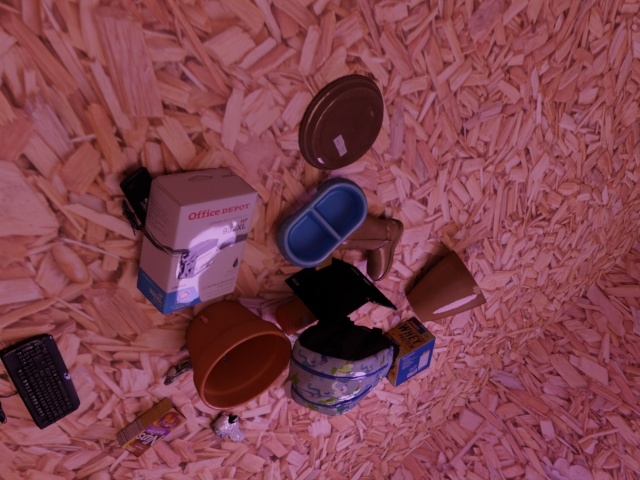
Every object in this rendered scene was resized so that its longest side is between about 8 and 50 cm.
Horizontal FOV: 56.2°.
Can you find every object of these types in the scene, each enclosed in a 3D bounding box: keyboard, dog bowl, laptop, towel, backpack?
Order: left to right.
[{"bbox_3d":[-0.727,0.373,1.487,0.201,0.033,0.317,-24,137,-26],"label":"keyboard"},{"bbox_3d":[-0.413,-0.084,1.364,0.100,0.038,0.192,-44,150,-22],"label":"keyboard"},{"bbox_3d":[-0.114,0.360,2.048,0.110,0.027,0.148,-49,142,6],"label":"towel"},{"bbox_3d":[0.010,-0.048,1.674,0.297,0.074,0.166,-44,98,-1],"label":"dog bowl"},{"bbox_3d":[0.049,0.358,1.755,0.355,0.290,0.274,35,76,-74],"label":"backpack"},{"bbox_3d":[0.068,0.170,1.873,0.137,0.234,0.264,-53,142,11],"label":"laptop"}]

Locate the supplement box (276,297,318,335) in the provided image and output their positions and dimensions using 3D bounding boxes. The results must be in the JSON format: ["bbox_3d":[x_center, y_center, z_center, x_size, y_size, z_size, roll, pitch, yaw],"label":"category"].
[{"bbox_3d":[-0.028,0.218,1.957,0.233,0.078,0.080,-25,138,-23],"label":"supplement box"}]

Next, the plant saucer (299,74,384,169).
[{"bbox_3d":[0.067,-0.304,1.600,0.277,0.041,0.278,-26,139,-24],"label":"plant saucer"}]

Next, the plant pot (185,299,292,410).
[{"bbox_3d":[-0.258,0.312,1.725,0.290,0.203,0.291,-25,138,-25],"label":"plant pot"}]

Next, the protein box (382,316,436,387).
[{"bbox_3d":[0.350,0.463,2.485,0.199,0.136,0.201,-24,138,-25],"label":"protein box"}]

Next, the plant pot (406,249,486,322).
[{"bbox_3d":[0.469,0.204,2.311,0.254,0.237,0.237,-33,143,6],"label":"plant pot"}]

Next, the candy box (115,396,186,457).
[{"bbox_3d":[-0.520,0.579,1.850,0.186,0.053,0.109,-36,142,-11],"label":"candy box"}]

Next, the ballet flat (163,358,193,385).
[{"bbox_3d":[-0.422,0.384,1.781,0.114,0.041,0.041,-31,140,-18],"label":"ballet flat"}]

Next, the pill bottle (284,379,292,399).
[{"bbox_3d":[-0.055,0.556,2.228,0.169,0.094,0.094,20,109,-50],"label":"pill bottle"}]

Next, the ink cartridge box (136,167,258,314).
[{"bbox_3d":[-0.299,-0.002,1.442,0.223,0.129,0.308,-16,134,-44],"label":"ink cartridge box"}]

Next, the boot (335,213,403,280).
[{"bbox_3d":[0.131,0.019,1.919,0.269,0.089,0.236,4,107,-46],"label":"boot"}]

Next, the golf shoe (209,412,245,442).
[{"bbox_3d":[-0.306,0.659,2.114,0.086,0.069,0.176,-51,144,-2],"label":"golf shoe"}]

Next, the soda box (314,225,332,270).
[{"bbox_3d":[0.000,0.000,1.799,0.061,0.058,0.181,-22,137,-27],"label":"soda box"}]

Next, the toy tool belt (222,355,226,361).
[{"bbox_3d":[-0.298,0.393,1.886,0.083,0.051,0.052,-26,139,-24],"label":"toy tool belt"}]
